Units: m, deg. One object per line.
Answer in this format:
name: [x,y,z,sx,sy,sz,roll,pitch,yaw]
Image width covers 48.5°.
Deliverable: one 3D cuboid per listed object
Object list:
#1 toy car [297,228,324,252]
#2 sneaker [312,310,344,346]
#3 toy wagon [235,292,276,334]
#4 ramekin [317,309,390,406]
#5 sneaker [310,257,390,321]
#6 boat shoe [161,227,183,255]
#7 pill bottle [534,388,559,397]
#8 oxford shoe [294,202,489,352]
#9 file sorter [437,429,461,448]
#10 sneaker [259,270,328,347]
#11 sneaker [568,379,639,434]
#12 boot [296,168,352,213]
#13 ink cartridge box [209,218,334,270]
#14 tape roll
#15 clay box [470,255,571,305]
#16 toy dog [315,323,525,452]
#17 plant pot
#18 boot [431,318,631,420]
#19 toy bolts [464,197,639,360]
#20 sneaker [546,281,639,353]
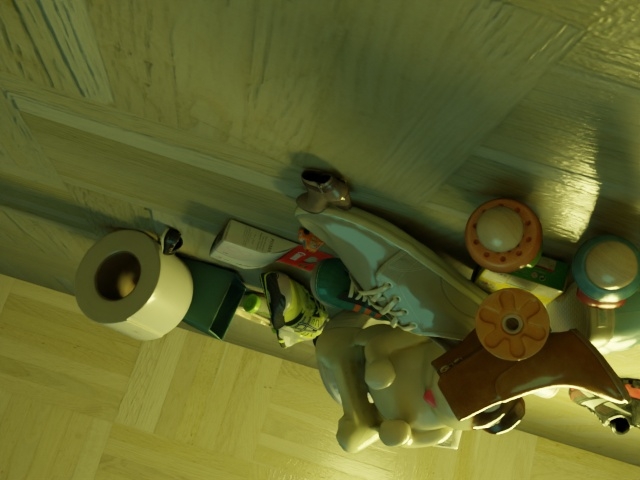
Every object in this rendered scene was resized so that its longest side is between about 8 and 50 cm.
toy car: [0.000,0.000,1.325,0.060,0.041,0.122,24,162,-25]
sneaker: [0.056,0.265,2.028,0.282,0.099,0.153,-8,157,40]
toy wagon: [-0.135,0.224,2.144,0.344,0.068,0.267,0,157,42]
ramekin: [0.134,0.293,1.786,0.272,0.273,0.127,25,151,-28]
sneaker: [0.108,0.104,1.463,0.121,0.108,0.302,0,165,42]
boat shoe: [-0.349,0.010,1.679,0.042,0.049,0.133,25,159,-1]
pill bottle: [0.548,0.353,1.871,0.160,0.087,0.087,24,162,-23]
oxford shoe: [0.138,0.078,1.217,0.449,0.130,0.169,35,167,-16]
file sorter: [0.295,0.405,1.950,0.173,0.278,0.193,21,163,-8]
sneaker: [-0.062,0.161,1.814,0.147,0.145,0.385,-15,159,-2]
sneaker: [0.752,0.435,1.862,0.097,0.135,0.276,21,164,-21]
boot: [-0.006,-0.078,1.089,0.118,0.042,0.087,4,153,34]
ink cartridge box: [-0.111,0.034,1.524,0.232,0.066,0.189,24,162,-12]
tape roll: [-0.467,0.114,1.790,0.246,0.246,0.169,9,163,22]
clay box: [0.329,0.072,1.218,0.127,0.053,0.222,18,165,6]
toy dog: [0.244,0.307,1.516,0.395,0.285,0.408,-2,172,-32]
plant pot: [-0.353,0.142,1.928,0.234,0.166,0.165,20,164,11]
boot: [0.292,0.209,1.048,0.104,0.211,0.295,56,178,-20]
toy bolts: [0.301,0.054,0.932,0.228,0.218,0.158,3,174,18]
sneaker: [0.469,0.135,1.166,0.150,0.135,0.366,-4,171,6]
